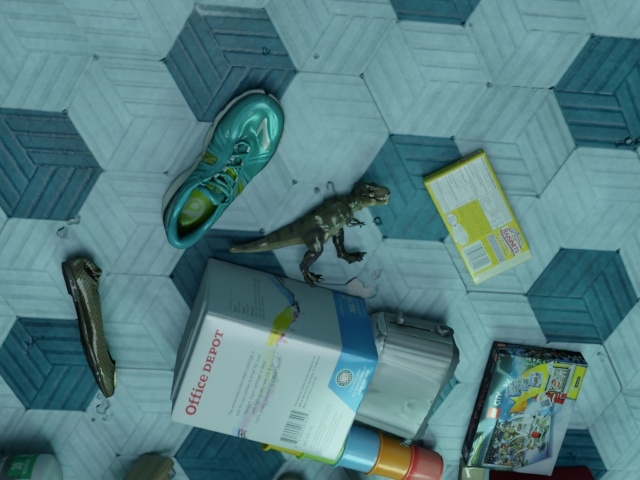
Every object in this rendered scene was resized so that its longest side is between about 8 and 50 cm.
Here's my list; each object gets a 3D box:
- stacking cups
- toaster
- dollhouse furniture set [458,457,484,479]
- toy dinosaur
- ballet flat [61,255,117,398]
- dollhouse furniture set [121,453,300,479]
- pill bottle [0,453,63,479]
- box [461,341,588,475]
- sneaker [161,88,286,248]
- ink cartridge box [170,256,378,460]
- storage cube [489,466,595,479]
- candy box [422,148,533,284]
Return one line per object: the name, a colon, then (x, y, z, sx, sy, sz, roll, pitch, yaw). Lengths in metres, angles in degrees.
stacking cups: (0.056, 0.360, 1.762, 0.316, 0.096, 0.096, 21, 111, -16)
toaster: (0.121, 0.223, 1.682, 0.146, 0.129, 0.227, 19, 114, -8)
dollhouse furniture set: (0.212, 0.492, 1.822, 0.161, 0.101, 0.182, -1, 114, -4)
toy dinosaur: (0.000, 0.000, 1.609, 0.268, 0.064, 0.118, -25, 107, 9)
ballet flat: (-0.355, 0.138, 1.638, 0.058, 0.084, 0.250, -19, 113, -22)
dollhouse furniture set: (-0.141, 0.518, 1.680, 0.394, 0.362, 0.256, -1, 120, 29)
pill bottle: (-0.617, 0.462, 1.687, 0.361, 0.204, 0.204, -3, 114, -4)
box: (0.350, 0.293, 1.774, 0.159, 0.044, 0.233, 8, 113, -8)
sneaker: (-0.141, -0.097, 1.523, 0.107, 0.110, 0.275, 31, 108, -17)
ink cartridge box: (-0.077, 0.182, 1.606, 0.270, 0.197, 0.198, 16, 113, -12)
storage cube: (0.396, 0.527, 1.803, 0.215, 0.193, 0.184, -1, 114, -3)
candy box: (0.251, -0.035, 1.627, 0.105, 0.027, 0.206, -27, 114, 5)
